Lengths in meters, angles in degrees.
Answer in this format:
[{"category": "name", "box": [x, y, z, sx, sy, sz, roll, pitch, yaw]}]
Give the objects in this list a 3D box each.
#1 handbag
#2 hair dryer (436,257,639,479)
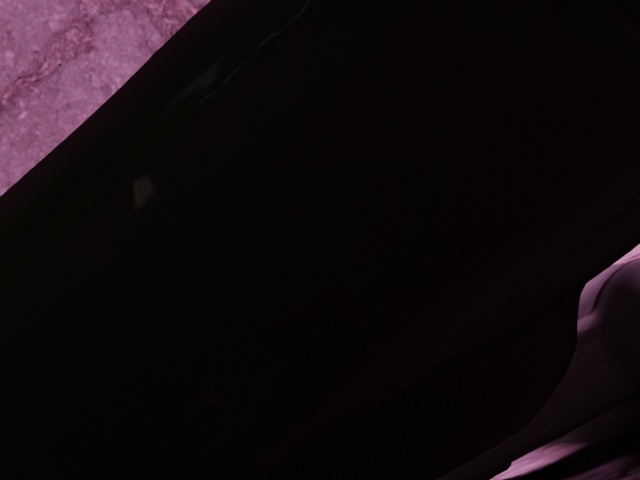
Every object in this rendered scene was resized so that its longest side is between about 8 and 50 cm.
[{"category": "handbag", "box": [-0.016, 0.011, 0.518, 0.285, 0.113, 0.257, -40, 2, 16]}, {"category": "hair dryer", "box": [0.040, 0.059, 0.546, 0.183, 0.044, 0.155, -30, 1, -15]}]
